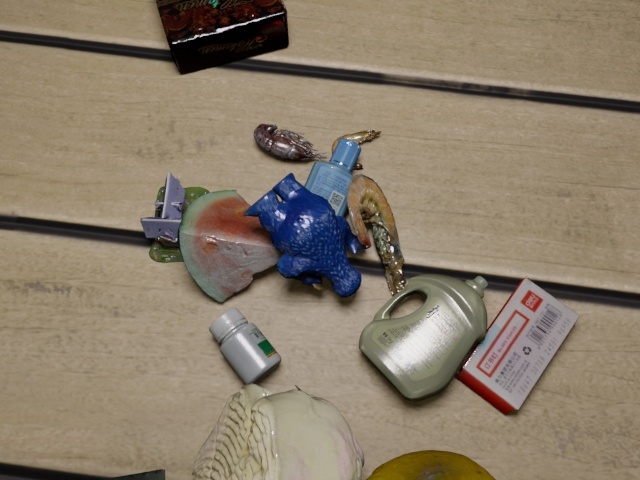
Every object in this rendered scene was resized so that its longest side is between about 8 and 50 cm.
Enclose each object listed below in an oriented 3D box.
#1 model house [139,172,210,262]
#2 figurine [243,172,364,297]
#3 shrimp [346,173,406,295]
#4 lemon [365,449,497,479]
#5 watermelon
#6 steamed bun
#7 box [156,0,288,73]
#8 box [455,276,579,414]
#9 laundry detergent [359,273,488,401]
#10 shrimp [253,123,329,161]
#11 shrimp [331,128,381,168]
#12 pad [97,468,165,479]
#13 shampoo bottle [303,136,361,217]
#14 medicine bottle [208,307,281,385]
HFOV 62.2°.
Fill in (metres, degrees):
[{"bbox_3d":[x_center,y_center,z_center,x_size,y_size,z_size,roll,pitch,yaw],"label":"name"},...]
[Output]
[{"bbox_3d":[-0.285,-0.047,1.038,0.117,0.088,0.167,4,73,2],"label":"model house"},{"bbox_3d":[-0.008,0.001,0.940,0.262,0.120,0.164,39,69,-21],"label":"figurine"},{"bbox_3d":[0.106,-0.009,1.018,0.052,0.143,0.251,-28,76,36],"label":"shrimp"},{"bbox_3d":[0.163,0.448,0.791,0.260,0.284,0.261,0,89,25],"label":"lemon"},{"bbox_3d":[-0.167,0.001,1.027,0.202,0.136,0.207,25,51,-8],"label":"watermelon"},{"bbox_3d":[-0.055,0.360,0.814,0.206,0.320,0.275,18,95,-28],"label":"steamed bun"},{"bbox_3d":[-0.249,-0.599,1.197,0.264,0.116,0.416,-16,73,-6],"label":"box"},{"bbox_3d":[0.364,0.194,0.983,0.123,0.050,0.229,36,77,12],"label":"box"},{"bbox_3d":[0.204,0.155,0.964,0.253,0.091,0.181,-43,68,-7],"label":"laundry detergent"},{"bbox_3d":[-0.061,-0.197,1.102,0.165,0.057,0.065,17,55,-6],"label":"shrimp"},{"bbox_3d":[0.082,-0.191,1.118,0.114,0.023,0.083,-20,77,0],"label":"shrimp"},{"bbox_3d":[-0.371,0.595,0.883,0.247,0.007,0.368,-8,73,-3],"label":"pad"},{"bbox_3d":[0.010,-0.083,1.056,0.103,0.061,0.258,26,77,-5],"label":"shampoo bottle"},{"bbox_3d":[-0.139,0.192,0.968,0.080,0.080,0.130,-38,76,-11],"label":"medicine bottle"}]
